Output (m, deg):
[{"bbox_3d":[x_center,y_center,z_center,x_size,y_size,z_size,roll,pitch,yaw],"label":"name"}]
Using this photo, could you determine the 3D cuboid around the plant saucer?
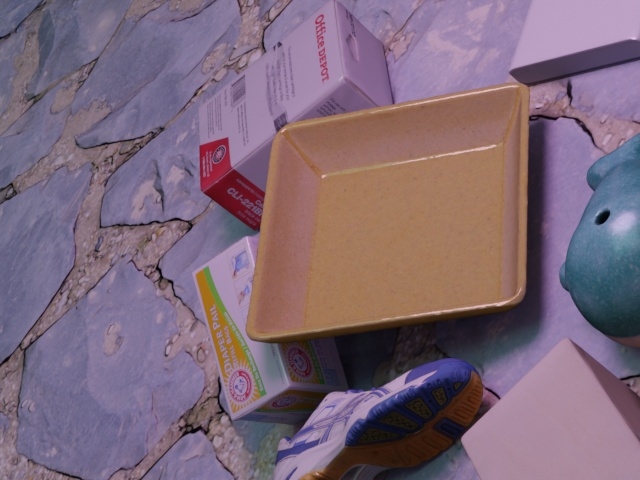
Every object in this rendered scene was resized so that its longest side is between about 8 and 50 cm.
[{"bbox_3d":[0.094,-0.017,2.046,0.333,0.081,0.332,-9,50,19],"label":"plant saucer"}]

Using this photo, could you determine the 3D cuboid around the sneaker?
[{"bbox_3d":[0.051,0.201,1.941,0.296,0.112,0.131,-37,35,22],"label":"sneaker"}]

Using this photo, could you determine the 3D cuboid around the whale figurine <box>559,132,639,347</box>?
[{"bbox_3d":[0.323,-0.021,1.781,0.216,0.141,0.272,-34,36,27],"label":"whale figurine"}]

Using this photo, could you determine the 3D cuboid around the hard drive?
[{"bbox_3d":[0.356,-0.343,2.138,0.203,0.040,0.307,-10,52,47],"label":"hard drive"}]

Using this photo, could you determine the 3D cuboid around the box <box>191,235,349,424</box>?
[{"bbox_3d":[-0.061,0.111,2.095,0.103,0.114,0.203,-33,64,34],"label":"box"}]

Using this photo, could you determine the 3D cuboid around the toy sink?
[{"bbox_3d":[0.258,0.232,1.634,0.153,0.131,0.234,-46,28,11],"label":"toy sink"}]

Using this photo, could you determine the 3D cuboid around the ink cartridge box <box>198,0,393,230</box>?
[{"bbox_3d":[-0.036,-0.176,2.403,0.273,0.114,0.197,-37,35,25],"label":"ink cartridge box"}]
